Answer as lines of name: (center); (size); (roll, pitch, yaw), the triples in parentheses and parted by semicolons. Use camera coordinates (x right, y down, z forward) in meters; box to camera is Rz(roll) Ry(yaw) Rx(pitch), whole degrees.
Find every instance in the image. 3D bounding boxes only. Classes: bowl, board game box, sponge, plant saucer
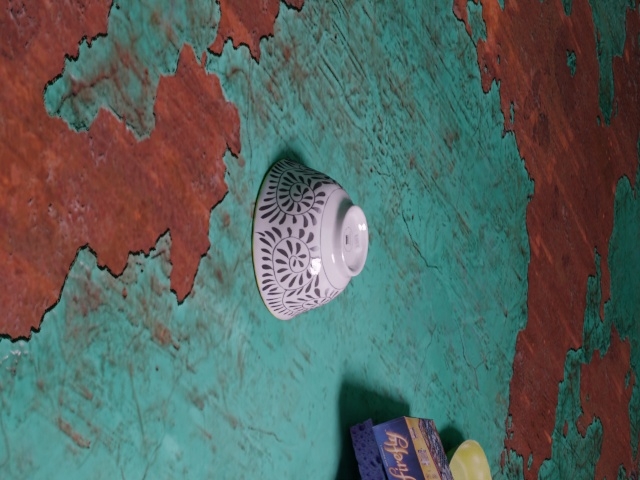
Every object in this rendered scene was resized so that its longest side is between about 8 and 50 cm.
bowl: (0.000, 0.000, 1.771); (0.170, 0.080, 0.170); (2, 90, -66)
board game box: (0.123, 0.289, 1.988); (0.243, 0.042, 0.165); (32, 39, -76)
sponge: (0.083, 0.316, 1.928); (0.117, 0.031, 0.210); (60, 12, -47)
plant saucer: (0.177, 0.383, 2.256); (0.241, 0.037, 0.240); (2, 90, -66)
